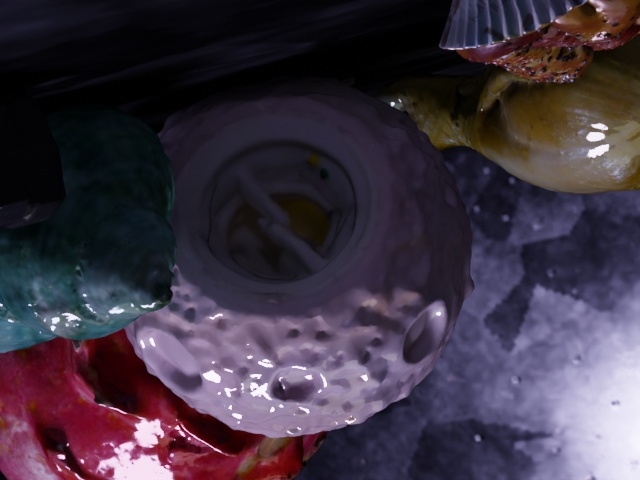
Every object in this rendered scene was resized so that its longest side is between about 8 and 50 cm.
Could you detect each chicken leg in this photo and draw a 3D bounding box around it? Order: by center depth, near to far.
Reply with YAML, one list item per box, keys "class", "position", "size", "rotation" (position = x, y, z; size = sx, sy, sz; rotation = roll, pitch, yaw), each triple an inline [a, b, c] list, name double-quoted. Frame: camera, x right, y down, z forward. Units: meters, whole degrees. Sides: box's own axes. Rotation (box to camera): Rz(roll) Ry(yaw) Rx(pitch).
- class: "chicken leg"
  position: [0.173, -0.120, 1.114]
  size: [0.201, 0.153, 0.429]
  rotation: [-2, -176, -29]

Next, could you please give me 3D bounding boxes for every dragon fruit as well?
- class: "dragon fruit"
  position: [-0.136, 0.074, 1.157]
  size: [0.370, 0.386, 0.249]
  rotation: [3, 163, -28]

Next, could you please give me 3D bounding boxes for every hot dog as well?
- class: "hot dog"
  position: [0.121, -0.112, 0.617]
  size: [0.108, 0.059, 0.191]
  rotation: [-18, 179, 24]

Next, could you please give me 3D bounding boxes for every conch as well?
- class: "conch"
  position: [-0.168, 0.000, 0.727]
  size: [0.202, 0.134, 0.196]
  rotation: [-8, -163, 40]

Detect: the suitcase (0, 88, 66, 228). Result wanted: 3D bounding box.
- class: "suitcase"
  position: [-0.260, -0.003, 0.506]
  size: [0.206, 0.066, 0.285]
  rotation: [-13, -177, 26]

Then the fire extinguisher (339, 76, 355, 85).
- class: "fire extinguisher"
  position: [0.000, 0.000, 1.068]
  size: [0.104, 0.269, 0.105]
  rotation: [-5, 167, -1]

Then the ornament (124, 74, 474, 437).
- class: "ornament"
  position: [-0.019, 0.013, 0.900]
  size: [0.259, 0.259, 0.225]
  rotation: [-14, 160, -2]
